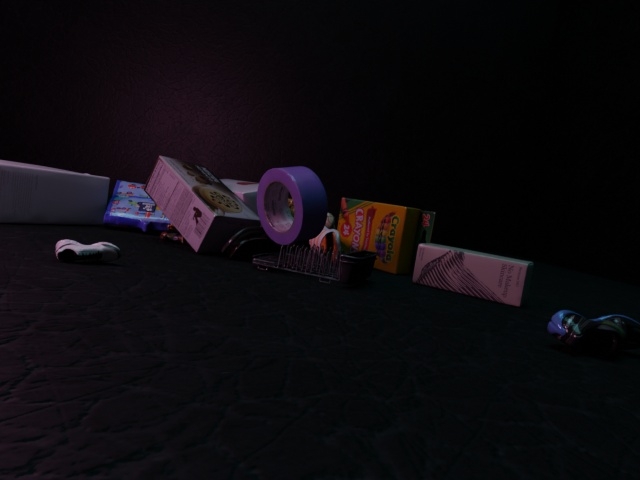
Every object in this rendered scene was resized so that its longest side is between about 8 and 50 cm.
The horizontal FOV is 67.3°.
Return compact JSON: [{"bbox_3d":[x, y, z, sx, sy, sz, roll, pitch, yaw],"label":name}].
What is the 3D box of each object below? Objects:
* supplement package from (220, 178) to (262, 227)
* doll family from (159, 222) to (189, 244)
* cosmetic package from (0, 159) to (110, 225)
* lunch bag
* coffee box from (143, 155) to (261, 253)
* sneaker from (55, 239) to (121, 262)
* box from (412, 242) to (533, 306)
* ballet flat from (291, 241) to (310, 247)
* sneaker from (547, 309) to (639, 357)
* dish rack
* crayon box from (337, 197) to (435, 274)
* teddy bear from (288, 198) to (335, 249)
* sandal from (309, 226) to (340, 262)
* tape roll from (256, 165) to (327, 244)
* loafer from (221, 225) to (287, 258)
[{"bbox_3d":[-0.270,-0.093,1.526,0.293,0.175,0.178,13,19,40],"label":"supplement package"},{"bbox_3d":[-0.379,-0.029,1.384,0.112,0.075,0.193,8,0,28],"label":"doll family"},{"bbox_3d":[-0.807,-0.132,1.309,0.217,0.156,0.385,12,4,27],"label":"cosmetic package"},{"bbox_3d":[-0.550,-0.080,1.520,0.221,0.138,0.293,8,17,-19],"label":"lunch bag"},{"bbox_3d":[-0.323,-0.096,1.304,0.297,0.118,0.168,43,22,31],"label":"coffee box"},{"bbox_3d":[-0.418,0.026,0.864,0.109,0.040,0.043,4,22,-20],"label":"sneaker"},{"bbox_3d":[0.386,0.083,1.230,0.275,0.113,0.094,10,5,31],"label":"box"},{"bbox_3d":[-0.059,0.000,1.763,0.173,0.049,0.058,5,5,-39],"label":"ballet flat"},{"bbox_3d":[0.461,0.161,0.785,0.188,0.067,0.078,9,25,-20],"label":"sneaker"},{"bbox_3d":[-0.015,0.045,1.140,0.272,0.074,0.208,10,4,18],"label":"dish rack"},{"bbox_3d":[0.186,-0.016,1.477,0.081,0.202,0.319,4,6,-44],"label":"crayon box"},{"bbox_3d":[-0.056,-0.059,1.701,0.338,0.113,0.245,15,23,-36],"label":"teddy bear"},{"bbox_3d":[0.000,0.010,1.484,0.076,0.101,0.265,-5,10,-14],"label":"sandal"},{"bbox_3d":[-0.073,-0.087,1.187,0.080,0.188,0.189,-14,18,-40],"label":"tape roll"},{"bbox_3d":[-0.157,0.010,1.238,0.220,0.080,0.078,-18,68,-51],"label":"loafer"}]
